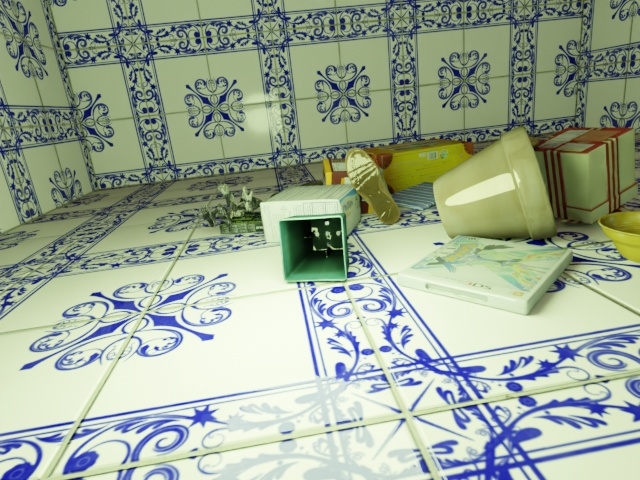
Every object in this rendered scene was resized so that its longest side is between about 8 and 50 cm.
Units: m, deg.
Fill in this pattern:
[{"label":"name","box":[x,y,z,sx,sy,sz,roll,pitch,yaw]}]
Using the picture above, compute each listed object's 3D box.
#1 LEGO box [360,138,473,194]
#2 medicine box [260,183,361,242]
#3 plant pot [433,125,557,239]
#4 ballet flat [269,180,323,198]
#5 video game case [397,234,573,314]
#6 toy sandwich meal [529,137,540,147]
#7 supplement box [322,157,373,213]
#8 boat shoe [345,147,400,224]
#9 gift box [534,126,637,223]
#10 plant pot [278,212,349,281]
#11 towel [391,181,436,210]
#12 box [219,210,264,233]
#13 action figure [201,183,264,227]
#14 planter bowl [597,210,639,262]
[{"label":"LEGO box","box":[0.461,-0.388,2.173,0.500,0.193,0.372,-11,18,-14]},{"label":"medicine box","box":[-0.026,-0.102,1.519,0.289,0.149,0.263,0,19,19]},{"label":"plant pot","box":[0.494,-0.133,1.242,0.280,0.323,0.323,-16,12,25]},{"label":"ballet flat","box":[-0.104,-0.195,1.942,0.280,0.095,0.096,-17,26,13]},{"label":"video game case","box":[0.401,0.065,1.030,0.300,0.036,0.329,10,24,42]},{"label":"toy sandwich meal","box":[0.647,-0.298,1.333,0.085,0.029,0.085,-20,21,8]},{"label":"supplement box","box":[0.109,-0.216,1.694,0.194,0.191,0.129,-2,35,-4]},{"label":"boat shoe","box":[0.186,-0.196,1.538,0.109,0.302,0.098,-33,9,11]},{"label":"gift box","box":[0.798,-0.193,1.348,0.276,0.258,0.255,-25,23,-13]},{"label":"plant pot","box":[0.000,0.000,1.180,0.165,0.166,0.234,-3,11,11]},{"label":"towel","box":[0.445,-0.190,1.835,0.336,0.040,0.243,-22,25,-36]},{"label":"box","box":[-0.284,-0.075,1.704,0.190,0.045,0.184,-3,20,9]},{"label":"action figure","box":[-0.326,-0.150,1.655,0.164,0.141,0.275,2,23,26]},{"label":"planter bowl","box":[0.782,0.000,1.006,0.217,0.090,0.217,-5,17,2]}]
